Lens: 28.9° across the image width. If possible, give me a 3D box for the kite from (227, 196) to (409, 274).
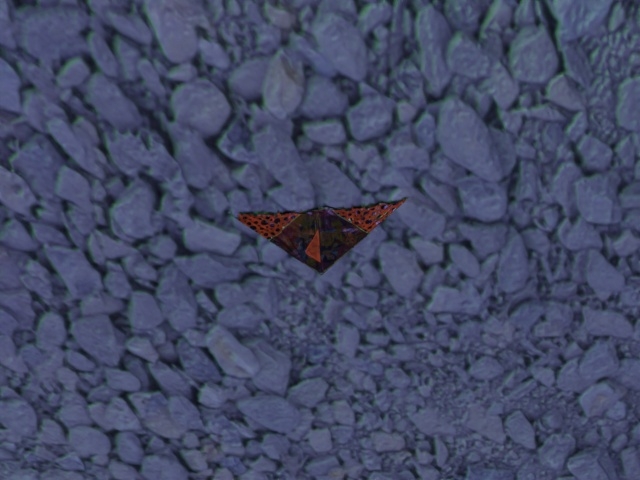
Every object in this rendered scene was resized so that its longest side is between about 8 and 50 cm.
[{"bbox_3d":[0.000,0.001,1.547,0.222,0.008,0.125,-5,137,-2],"label":"kite"}]
